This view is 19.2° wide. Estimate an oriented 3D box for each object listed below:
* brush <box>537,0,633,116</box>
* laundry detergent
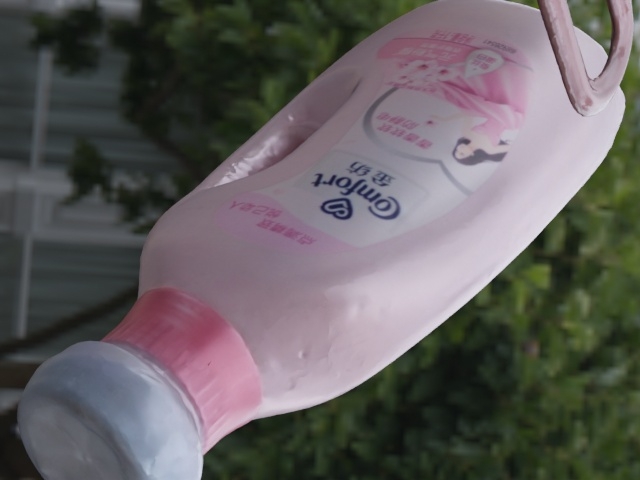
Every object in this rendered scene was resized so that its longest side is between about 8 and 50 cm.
[{"bbox_3d":[0.093,-0.138,0.732,0.103,0.047,0.233,-59,142,-29],"label":"brush"},{"bbox_3d":[0.000,0.000,0.852,0.159,0.335,0.088,14,-49,36],"label":"laundry detergent"}]
